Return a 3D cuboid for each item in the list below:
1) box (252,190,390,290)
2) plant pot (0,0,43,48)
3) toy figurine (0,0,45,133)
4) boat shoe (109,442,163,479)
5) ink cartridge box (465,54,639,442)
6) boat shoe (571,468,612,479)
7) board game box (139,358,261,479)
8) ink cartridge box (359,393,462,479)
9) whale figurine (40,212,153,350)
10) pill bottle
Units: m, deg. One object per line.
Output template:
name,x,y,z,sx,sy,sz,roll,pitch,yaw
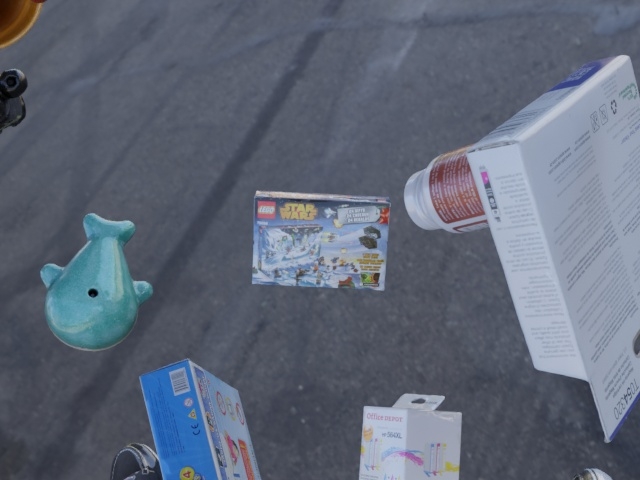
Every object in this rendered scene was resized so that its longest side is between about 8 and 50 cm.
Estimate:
box,0.000,0.000,1.001,0.137,0.094,0.027,3,18,0
plant pot,-0.553,-0.404,1.551,0.205,0.205,0.188,-41,27,-11
toy figurine,-0.320,-0.179,0.753,0.148,0.209,0.213,-96,22,-81
boat shoe,-0.297,0.466,1.608,0.112,0.095,0.335,-36,49,17
ink cartridge box,0.299,-0.004,1.083,0.071,0.330,0.324,-7,18,38
boat shoe,0.383,0.462,1.542,0.119,0.121,0.335,23,31,9
board game box,-0.174,0.376,1.613,0.086,0.302,0.308,-19,70,4
ink cartridge box,0.109,0.260,1.214,0.092,0.090,0.143,-10,73,55
whale figurine,-0.425,0.071,1.885,0.141,0.216,0.272,125,156,-67
pill bottle,0.223,-0.077,1.398,0.216,0.121,0.121,-14,35,52
